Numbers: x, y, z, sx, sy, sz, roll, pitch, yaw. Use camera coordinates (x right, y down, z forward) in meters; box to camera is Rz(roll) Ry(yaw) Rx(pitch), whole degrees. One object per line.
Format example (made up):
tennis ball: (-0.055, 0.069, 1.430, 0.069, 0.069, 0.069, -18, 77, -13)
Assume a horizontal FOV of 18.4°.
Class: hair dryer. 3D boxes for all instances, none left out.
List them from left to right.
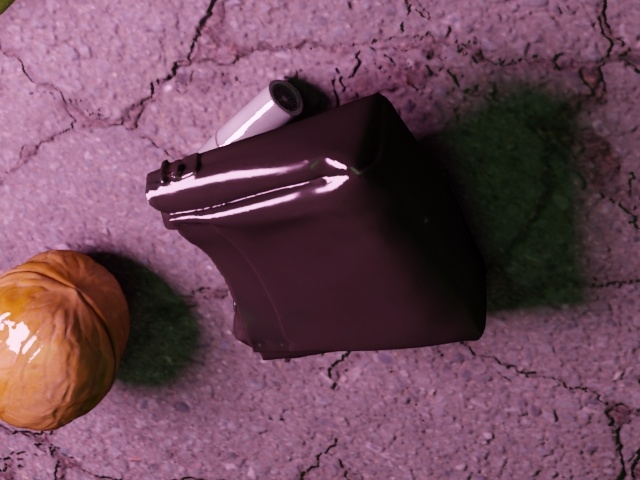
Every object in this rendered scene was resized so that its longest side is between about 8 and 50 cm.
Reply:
hair dryer: (-0.022, -0.054, 1.863, 0.183, 0.044, 0.155, 35, 132, -17)

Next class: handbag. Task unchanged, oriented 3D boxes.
handbag: (0.000, 0.000, 1.811, 0.257, 0.113, 0.285, -13, 138, 21)

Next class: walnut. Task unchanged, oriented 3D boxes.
walnut: (-0.276, 0.105, 1.992, 0.165, 0.165, 0.197, 26, 128, -3)

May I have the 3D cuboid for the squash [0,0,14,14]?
squash: (-0.268, -0.294, 1.706, 0.101, 0.101, 0.379, 32, 128, -8)
